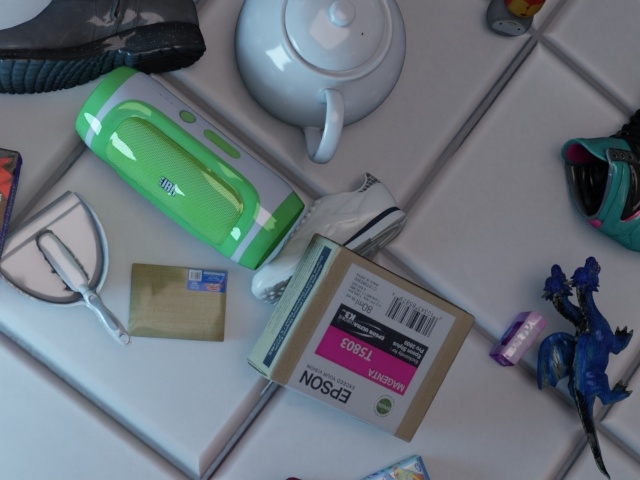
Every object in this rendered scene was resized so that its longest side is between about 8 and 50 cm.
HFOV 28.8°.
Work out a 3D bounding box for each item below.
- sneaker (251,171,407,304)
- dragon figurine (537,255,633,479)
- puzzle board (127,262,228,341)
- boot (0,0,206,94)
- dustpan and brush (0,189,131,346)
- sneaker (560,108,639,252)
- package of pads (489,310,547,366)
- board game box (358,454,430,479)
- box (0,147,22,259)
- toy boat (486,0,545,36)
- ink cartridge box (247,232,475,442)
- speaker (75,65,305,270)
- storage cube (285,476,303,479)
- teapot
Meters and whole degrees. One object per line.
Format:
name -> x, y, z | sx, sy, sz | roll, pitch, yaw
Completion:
sneaker -> 0.000, 0.000, 1.679 | 0.235, 0.090, 0.095 | -31, 73, -15
dragon figurine -> 0.351, 0.170, 1.697 | 0.144, 0.085, 0.289 | 18, 77, -39
puzzle board -> -0.189, 0.083, 1.653 | 0.128, 0.011, 0.096 | 5, 81, -13
boot -> -0.328, -0.321, 1.634 | 0.338, 0.118, 0.223 | -10, 80, -22
dustpan and brush -> -0.312, 0.053, 1.602 | 0.147, 0.060, 0.211 | -38, 92, -14
sneaker -> 0.436, -0.137, 1.771 | 0.178, 0.124, 0.296 | 15, 81, -20
package of pads -> 0.275, 0.136, 1.731 | 0.032, 0.050, 0.083 | 41, 76, -5
board game box -> 0.115, 0.380, 1.677 | 0.103, 0.026, 0.154 | -21, 88, -15
box -> -0.538, -0.040, 1.553 | 0.293, 0.057, 0.201 | 11, 81, -6
toy boat -> 0.202, -0.432, 1.751 | 0.267, 0.148, 0.318 | -35, 84, -19
ink cartridge box -> 0.055, 0.128, 1.616 | 0.234, 0.088, 0.193 | 27, 90, -25
speaker -> -0.168, -0.093, 1.606 | 0.296, 0.131, 0.131 | 38, 77, 2
storage cube -> -0.047, 0.425, 1.549 | 0.215, 0.193, 0.184 | -33, 91, -14
teapot -> 0.009, -0.268, 1.651 | 0.252, 0.187, 0.256 | -40, 94, -14
